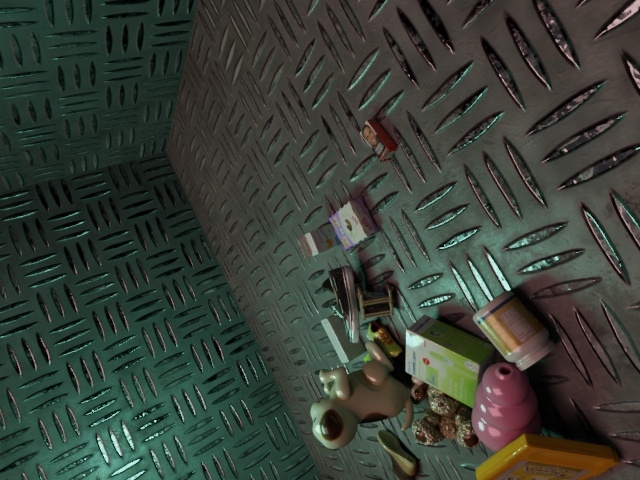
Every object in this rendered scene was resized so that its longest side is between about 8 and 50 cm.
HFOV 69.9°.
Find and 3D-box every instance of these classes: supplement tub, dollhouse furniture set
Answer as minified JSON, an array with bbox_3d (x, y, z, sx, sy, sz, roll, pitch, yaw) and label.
[{"bbox_3d":[0.564,0.262,1.336,0.199,0.144,0.144,53,147,22],"label":"supplement tub"},{"bbox_3d":[0.217,0.223,1.927,0.183,0.130,0.128,-106,8,-66],"label":"dollhouse furniture set"}]

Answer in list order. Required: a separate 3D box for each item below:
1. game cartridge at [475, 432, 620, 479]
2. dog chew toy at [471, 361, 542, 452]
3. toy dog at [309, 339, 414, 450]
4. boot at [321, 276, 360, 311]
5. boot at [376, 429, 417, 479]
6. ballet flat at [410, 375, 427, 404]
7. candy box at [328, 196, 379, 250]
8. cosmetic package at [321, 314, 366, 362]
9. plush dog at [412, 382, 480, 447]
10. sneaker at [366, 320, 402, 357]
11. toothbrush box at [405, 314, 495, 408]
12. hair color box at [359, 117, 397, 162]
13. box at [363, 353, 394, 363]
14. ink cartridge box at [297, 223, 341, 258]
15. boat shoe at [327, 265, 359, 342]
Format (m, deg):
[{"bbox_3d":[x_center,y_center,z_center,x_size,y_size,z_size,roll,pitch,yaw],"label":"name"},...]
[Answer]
[{"bbox_3d":[0.662,0.670,1.358,0.323,0.286,0.052,104,174,-48],"label":"game cartridge"},{"bbox_3d":[0.566,0.503,1.402,0.207,0.207,0.331,29,144,47],"label":"dog chew toy"},{"bbox_3d":[0.144,0.696,1.924,0.395,0.408,0.284,50,159,25],"label":"toy dog"},{"bbox_3d":[0.100,0.257,2.134,0.161,0.083,0.246,52,174,-17],"label":"boot"},{"bbox_3d":[0.365,1.083,2.267,0.248,0.090,0.206,35,135,38],"label":"boot"},{"bbox_3d":[0.407,0.580,1.869,0.086,0.086,0.248,36,138,42],"label":"ballet flat"},{"bbox_3d":[0.134,-0.065,1.879,0.164,0.070,0.196,64,151,6],"label":"candy box"},{"bbox_3d":[0.111,0.467,2.233,0.231,0.117,0.085,64,151,8],"label":"cosmetic package"},{"bbox_3d":[0.483,0.631,1.730,0.263,0.211,0.225,-10,86,32],"label":"plush dog"},{"bbox_3d":[0.272,0.424,1.981,0.209,0.082,0.094,33,134,45],"label":"sneaker"},{"bbox_3d":[0.450,0.420,1.614,0.283,0.122,0.206,23,129,40],"label":"toothbrush box"},{"bbox_3d":[0.202,-0.351,1.602,0.141,0.043,0.072,57,150,18],"label":"hair color box"},{"bbox_3d":[0.269,0.550,2.107,0.109,0.043,0.178,53,147,21],"label":"box"},{"bbox_3d":[0.000,0.000,2.026,0.062,0.181,0.104,-24,89,60],"label":"ink cartridge box"},{"bbox_3d":[0.096,0.277,1.967,0.121,0.119,0.334,137,124,-87],"label":"boat shoe"}]
